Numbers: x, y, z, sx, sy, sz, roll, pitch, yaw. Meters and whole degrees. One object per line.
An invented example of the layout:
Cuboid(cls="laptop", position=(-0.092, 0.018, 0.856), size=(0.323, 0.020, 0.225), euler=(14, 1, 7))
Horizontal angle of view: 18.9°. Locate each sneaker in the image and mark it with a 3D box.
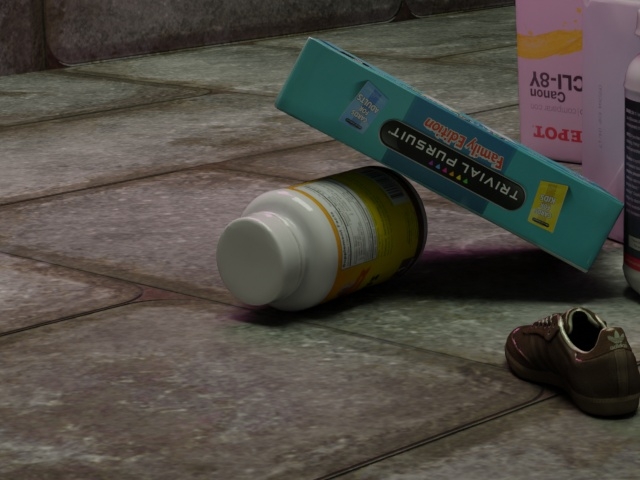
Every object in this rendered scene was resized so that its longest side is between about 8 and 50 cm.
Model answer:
Cuboid(cls="sneaker", position=(0.206, 0.083, 1.552), size=(0.066, 0.071, 0.188), euler=(-6, 14, -20))

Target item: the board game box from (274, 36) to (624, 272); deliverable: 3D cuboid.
Cuboid(cls="board game box", position=(0.126, -0.090, 1.926), size=(0.336, 0.079, 0.254), euler=(28, 6, 1))

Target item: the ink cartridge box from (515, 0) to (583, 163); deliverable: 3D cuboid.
Cuboid(cls="ink cartridge box", position=(0.405, -0.291, 2.506), size=(0.279, 0.385, 0.160), euler=(10, 20, 43))

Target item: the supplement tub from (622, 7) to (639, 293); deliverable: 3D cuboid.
Cuboid(cls="supplement tub", position=(0.381, -0.083, 1.814), size=(0.191, 0.272, 0.191), euler=(-1, 13, 0))

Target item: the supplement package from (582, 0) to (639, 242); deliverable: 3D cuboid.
Cuboid(cls="supplement package", position=(0.389, -0.128, 2.041), size=(0.145, 0.262, 0.204), euler=(-8, 14, -23))

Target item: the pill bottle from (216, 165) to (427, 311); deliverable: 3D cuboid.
Cuboid(cls="pill bottle", position=(0.000, 0.000, 1.845), size=(0.117, 0.117, 0.215), euler=(8, 16, 37))
